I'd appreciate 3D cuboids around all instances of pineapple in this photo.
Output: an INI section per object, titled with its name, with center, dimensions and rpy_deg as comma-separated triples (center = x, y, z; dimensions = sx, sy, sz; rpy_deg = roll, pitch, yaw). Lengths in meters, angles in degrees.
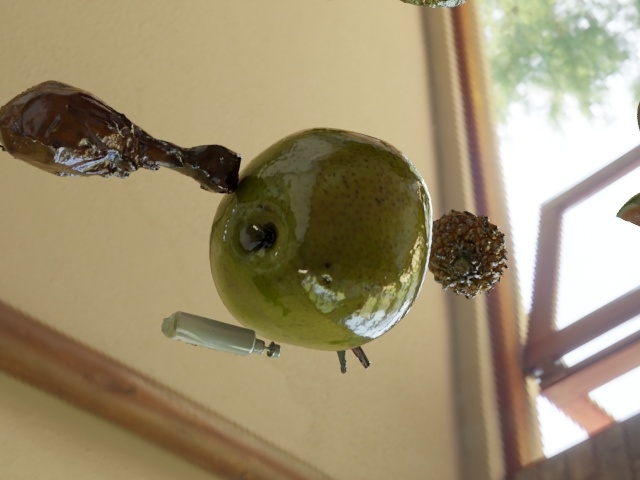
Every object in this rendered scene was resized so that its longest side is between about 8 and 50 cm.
[pineapple]
center = 0.268, 0.038, 2.176
dimensions = 0.176, 0.161, 0.137
rpy_deg = 57, -162, -10

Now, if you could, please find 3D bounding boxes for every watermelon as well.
[watermelon]
center = 0.538, -0.048, 1.934
dimensions = 0.084, 0.092, 0.072
rpy_deg = 54, -163, -55

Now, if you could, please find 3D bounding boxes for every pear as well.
[pear]
center = 0.000, 0.000, 1.422
dimensions = 0.294, 0.294, 0.294
rpy_deg = 33, -142, -30

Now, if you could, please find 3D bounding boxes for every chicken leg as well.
[chicken leg]
center = -0.207, -0.106, 1.263
dimensions = 0.304, 0.093, 0.113
rpy_deg = 9, -154, -41

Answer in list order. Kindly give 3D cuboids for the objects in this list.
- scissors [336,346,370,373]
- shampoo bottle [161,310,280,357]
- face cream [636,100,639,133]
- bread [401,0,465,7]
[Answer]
[scissors]
center = 0.036, 0.154, 2.127
dimensions = 0.020, 0.133, 0.187
rpy_deg = -41, -66, -64
[shampoo bottle]
center = -0.107, 0.110, 1.311
dimensions = 0.141, 0.049, 0.034
rpy_deg = 17, -116, -27
[face cream]
center = 0.674, -0.221, 2.052
dimensions = 0.177, 0.153, 0.177
rpy_deg = 14, -119, -26
[bread]
center = 0.136, -0.368, 1.502
dimensions = 0.128, 0.069, 0.140
rpy_deg = 7, -118, -1
